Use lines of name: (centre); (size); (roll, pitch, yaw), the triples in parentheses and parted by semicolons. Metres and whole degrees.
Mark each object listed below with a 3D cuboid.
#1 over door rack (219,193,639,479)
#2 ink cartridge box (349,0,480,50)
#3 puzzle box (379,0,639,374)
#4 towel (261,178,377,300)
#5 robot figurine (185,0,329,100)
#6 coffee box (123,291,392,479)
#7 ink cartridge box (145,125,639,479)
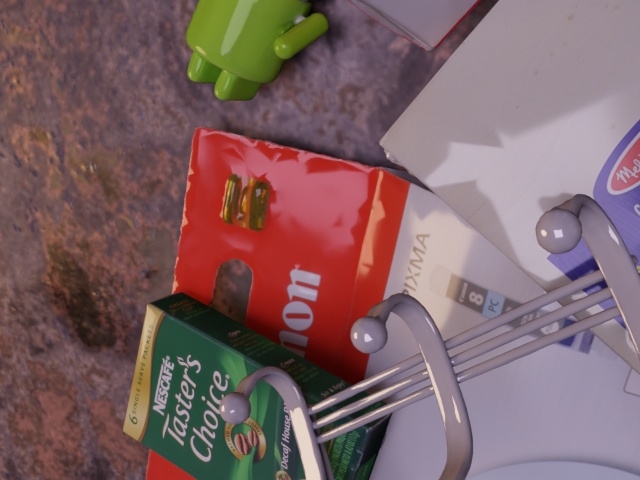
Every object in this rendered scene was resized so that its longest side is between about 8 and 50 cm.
over door rack: (0.087, 0.175, 0.349); (0.239, 0.108, 0.324); (-33, 75, 36)
ink cartridge box: (0.029, -0.246, 0.390); (0.172, 0.100, 0.237); (-45, 63, 23)
puzzle box: (0.259, -0.111, 0.370); (0.272, 0.052, 0.409); (43, 100, 7)
towel: (0.000, 0.000, 0.559); (0.083, 0.009, 0.060); (33, 112, 8)
robot figurine: (-0.044, -0.148, 0.503); (0.101, 0.067, 0.115); (36, 112, 19)
coffee box: (-0.050, 0.123, 0.534); (0.184, 0.040, 0.113); (26, 113, 24)
ink cartridge box: (0.059, 0.116, 0.520); (0.384, 0.091, 0.308); (15, 109, 10)
